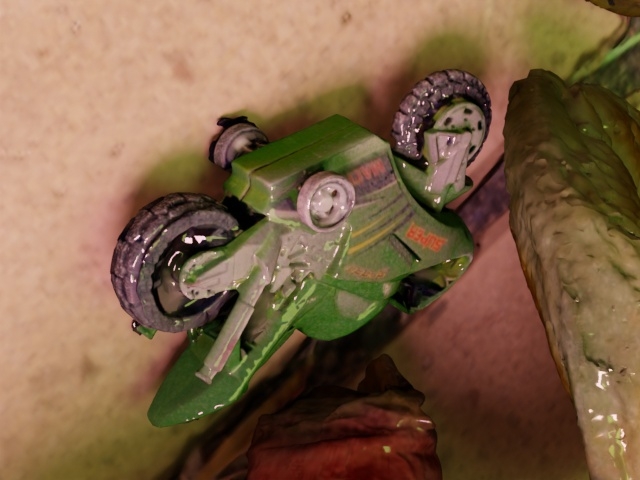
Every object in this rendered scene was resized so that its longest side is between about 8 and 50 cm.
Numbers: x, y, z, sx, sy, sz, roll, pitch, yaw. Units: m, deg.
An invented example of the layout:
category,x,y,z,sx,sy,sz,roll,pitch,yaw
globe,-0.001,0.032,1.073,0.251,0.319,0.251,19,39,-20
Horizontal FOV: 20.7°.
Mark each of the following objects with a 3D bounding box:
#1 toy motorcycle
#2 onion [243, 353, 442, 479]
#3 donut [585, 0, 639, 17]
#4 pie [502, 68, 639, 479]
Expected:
category,x,y,z,sx,sy,sz,roll,pitch,yaw
toy motorcycle,0.000,0.000,0.737,0.190,0.074,0.106,-27,127,-26
onion,0.008,0.233,0.656,0.398,0.398,0.420,35,61,-37
donut,0.193,-0.224,0.776,0.272,0.107,0.272,-12,113,-31
pie,0.142,0.066,0.751,0.067,0.302,0.302,-16,120,13
